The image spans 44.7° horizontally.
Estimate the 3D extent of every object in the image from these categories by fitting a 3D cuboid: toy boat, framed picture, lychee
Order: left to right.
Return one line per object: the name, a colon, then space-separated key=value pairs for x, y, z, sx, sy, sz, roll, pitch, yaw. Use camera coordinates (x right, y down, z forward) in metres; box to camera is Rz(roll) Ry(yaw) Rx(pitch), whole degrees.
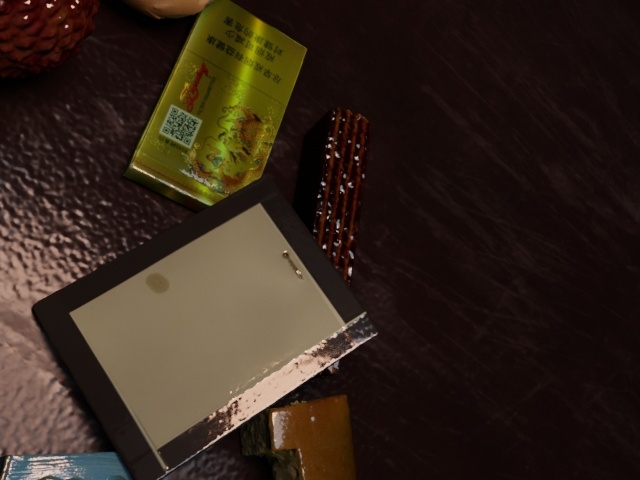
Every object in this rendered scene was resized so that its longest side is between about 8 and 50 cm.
lychee: x=-0.361 y=-0.316 z=0.871 sx=0.300 sy=0.264 sz=0.264 roll=-14 pitch=81 yaw=13
toy boat: x=-0.275 y=0.279 z=0.875 sx=0.185 sy=0.075 sz=0.077 roll=8 pitch=70 yaw=-33
framed picture: x=-0.135 y=0.097 z=0.956 sx=0.347 sy=0.016 sz=0.265 roll=-32 pitch=75 yaw=-19

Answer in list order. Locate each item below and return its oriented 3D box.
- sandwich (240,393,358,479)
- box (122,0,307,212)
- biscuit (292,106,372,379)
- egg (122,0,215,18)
sandwich: x=-0.020 y=0.321 z=0.979 sx=0.128 sy=0.122 sz=0.235 roll=-3 pitch=78 yaw=-32
box: x=-0.140 y=-0.188 z=1.101 sx=0.173 sy=0.043 sz=0.311 roll=27 pitch=64 yaw=-21
biscuit: x=0.000 y=0.000 z=1.088 sx=0.073 sy=0.107 sz=0.388 roll=17 pitch=69 yaw=-20
egg: x=-0.214 y=-0.404 z=1.028 sx=0.244 sy=0.201 sz=0.201 roll=27 pitch=65 yaw=-11
